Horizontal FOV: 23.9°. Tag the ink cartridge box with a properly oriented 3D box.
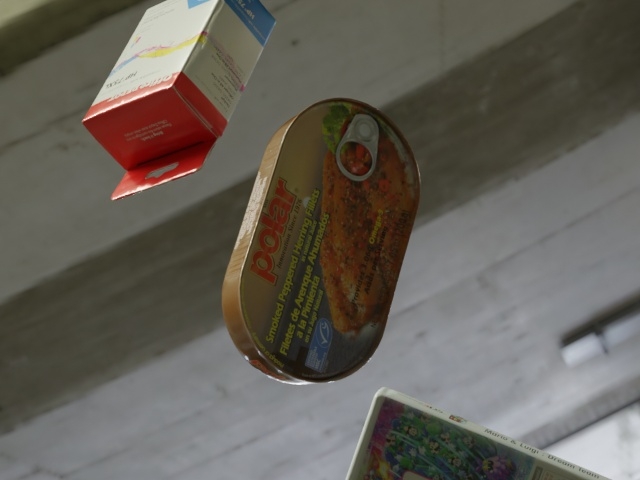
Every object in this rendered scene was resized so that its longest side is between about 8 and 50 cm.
[{"bbox_3d":[-0.149,-0.157,1.534,0.134,0.231,0.078,-17,-53,37],"label":"ink cartridge box"}]

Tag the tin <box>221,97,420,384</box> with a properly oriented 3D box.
[{"bbox_3d":[0.000,0.000,0.960,0.106,0.189,0.040,29,-24,-26],"label":"tin"}]

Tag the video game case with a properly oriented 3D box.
[{"bbox_3d":[0.072,0.175,0.806,0.019,0.143,0.157,-29,-41,-70],"label":"video game case"}]
